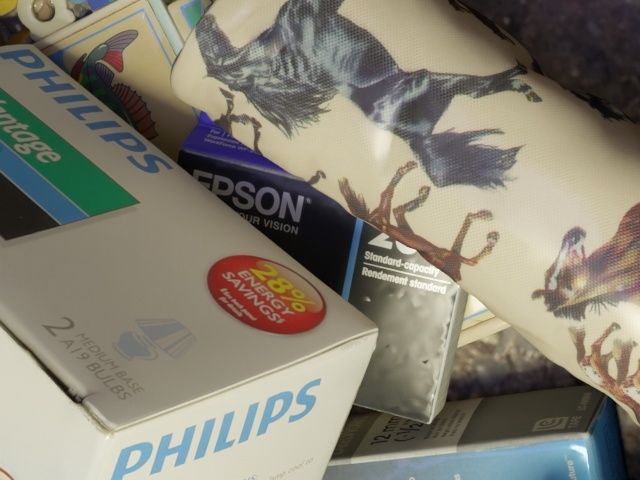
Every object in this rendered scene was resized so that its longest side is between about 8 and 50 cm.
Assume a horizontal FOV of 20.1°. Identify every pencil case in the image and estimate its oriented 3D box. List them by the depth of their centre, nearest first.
[{"bbox_3d":[0.103,-0.050,1.084,0.410,0.183,0.160,35,103,8],"label":"pencil case"}]

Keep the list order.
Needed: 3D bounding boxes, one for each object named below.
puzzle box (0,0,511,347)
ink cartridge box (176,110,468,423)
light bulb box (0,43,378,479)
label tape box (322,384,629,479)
[{"bbox_3d":[-0.057,-0.080,1.247,0.272,0.052,0.409,-25,98,19],"label":"puzzle box"},{"bbox_3d":[0.000,0.000,1.205,0.206,0.045,0.208,13,107,10],"label":"ink cartridge box"},{"bbox_3d":[-0.205,0.123,1.158,0.358,0.225,0.361,39,125,29],"label":"light bulb box"},{"bbox_3d":[0.054,0.250,1.285,0.347,0.115,0.249,-8,103,21],"label":"label tape box"}]
